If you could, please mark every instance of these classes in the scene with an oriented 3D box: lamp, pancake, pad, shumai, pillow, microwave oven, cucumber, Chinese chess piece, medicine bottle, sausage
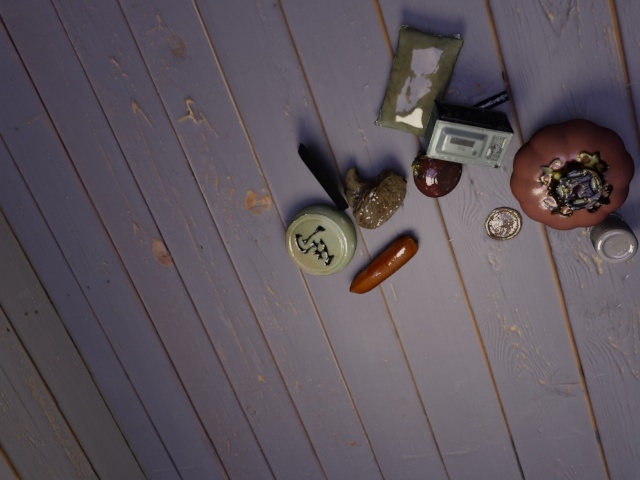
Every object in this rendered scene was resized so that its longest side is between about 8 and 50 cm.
[{"bbox_3d":[0.668,-0.167,1.335,0.306,0.239,0.305,6,113,15],"label":"lamp"},{"bbox_3d":[0.343,-0.209,1.493,0.156,0.135,0.157,-30,124,-14],"label":"lamp"},{"bbox_3d":[0.565,-0.050,1.548,0.115,0.011,0.114,6,111,16],"label":"pancake"},{"bbox_3d":[0.037,-0.218,1.523,0.250,0.055,0.323,54,154,-1],"label":"pad"},{"bbox_3d":[0.159,-0.152,1.587,0.206,0.166,0.175,-48,52,3],"label":"shumai"},{"bbox_3d":[0.280,-0.457,1.443,0.185,0.075,0.302,18,119,9],"label":"pillow"},{"bbox_3d":[0.408,-0.298,1.390,0.208,0.162,0.122,10,128,1],"label":"microwave oven"},{"bbox_3d":[0.471,-0.386,1.430,0.133,0.032,0.032,-22,103,24],"label":"cucumber"},{"bbox_3d":[0.000,0.000,1.711,0.250,0.101,0.250,7,113,17],"label":"Chinese chess piece"},{"bbox_3d":[0.808,-0.012,1.391,0.105,0.168,0.105,7,114,17],"label":"medicine bottle"},{"bbox_3d":[0.211,0.090,1.682,0.083,0.089,0.300,41,118,-8],"label":"sausage"}]
